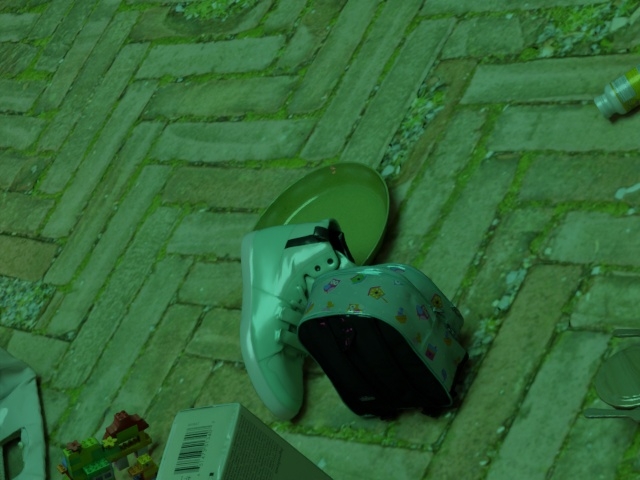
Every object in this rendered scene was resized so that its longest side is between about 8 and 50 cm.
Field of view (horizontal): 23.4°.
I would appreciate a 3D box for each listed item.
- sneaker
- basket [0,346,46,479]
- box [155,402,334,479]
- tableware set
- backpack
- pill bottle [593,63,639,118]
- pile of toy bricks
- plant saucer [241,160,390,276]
[{"bbox_3d":[-0.018,0.091,1.948,0.151,0.094,0.256,-16,68,25],"label":"sneaker"},{"bbox_3d":[-0.585,0.277,2.140,0.266,0.331,0.328,-36,38,14],"label":"basket"},{"bbox_3d":[-0.053,0.291,1.686,0.094,0.275,0.113,-12,48,35],"label":"box"},{"bbox_3d":[0.382,0.152,1.613,0.194,0.039,0.128,-2,43,34],"label":"tableware set"},{"bbox_3d":[0.069,0.107,1.813,0.165,0.188,0.144,-8,51,39],"label":"backpack"},{"bbox_3d":[0.381,-0.185,1.913,0.083,0.043,0.043,-33,40,16],"label":"pill bottle"},{"bbox_3d":[-0.299,0.294,1.979,0.212,0.105,0.118,-25,37,-25],"label":"pile of toy bricks"},{"bbox_3d":[0.000,0.000,2.096,0.241,0.037,0.241,-25,42,24],"label":"plant saucer"}]
